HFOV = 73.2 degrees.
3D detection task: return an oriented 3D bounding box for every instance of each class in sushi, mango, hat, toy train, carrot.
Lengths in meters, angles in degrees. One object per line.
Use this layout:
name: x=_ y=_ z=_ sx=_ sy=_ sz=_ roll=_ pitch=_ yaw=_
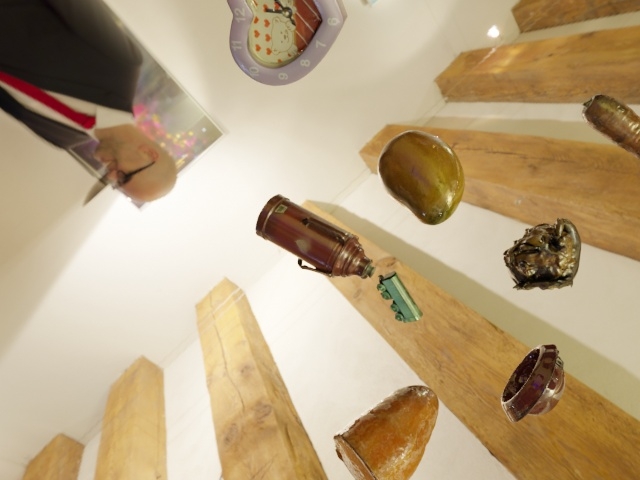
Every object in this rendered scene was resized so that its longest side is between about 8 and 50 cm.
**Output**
sushi: x=0.666 y=0.048 z=1.291 sx=0.213 sy=0.203 sz=0.200 roll=-14 pitch=173 yaw=29
mango: x=0.342 y=-0.215 z=1.456 sx=0.264 sy=0.221 sz=0.377 roll=-38 pitch=-131 yaw=20
hat: x=0.502 y=0.336 z=0.994 sx=0.089 sy=0.205 sz=0.205 roll=32 pitch=-109 yaw=16
toy train: x=0.197 y=0.145 z=1.099 sx=0.071 sy=0.147 sz=0.038 roll=-26 pitch=-169 yaw=41
carrot: x=0.338 y=-0.093 z=0.439 sx=0.035 sy=0.165 sz=0.035 roll=-48 pitch=173 yaw=-8
carrot: x=0.147 y=0.378 z=0.845 sx=0.225 sy=0.159 sz=0.159 roll=-35 pitch=-159 yaw=-28

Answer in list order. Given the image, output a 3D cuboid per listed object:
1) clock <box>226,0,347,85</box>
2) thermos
clock: x=-0.047 y=-0.326 z=0.617 sx=0.172 sy=0.197 sz=0.064 roll=6 pitch=-136 yaw=8
thermos: x=-0.002 y=0.002 z=0.798 sx=0.232 sy=0.124 sz=0.099 roll=29 pitch=-119 yaw=19
